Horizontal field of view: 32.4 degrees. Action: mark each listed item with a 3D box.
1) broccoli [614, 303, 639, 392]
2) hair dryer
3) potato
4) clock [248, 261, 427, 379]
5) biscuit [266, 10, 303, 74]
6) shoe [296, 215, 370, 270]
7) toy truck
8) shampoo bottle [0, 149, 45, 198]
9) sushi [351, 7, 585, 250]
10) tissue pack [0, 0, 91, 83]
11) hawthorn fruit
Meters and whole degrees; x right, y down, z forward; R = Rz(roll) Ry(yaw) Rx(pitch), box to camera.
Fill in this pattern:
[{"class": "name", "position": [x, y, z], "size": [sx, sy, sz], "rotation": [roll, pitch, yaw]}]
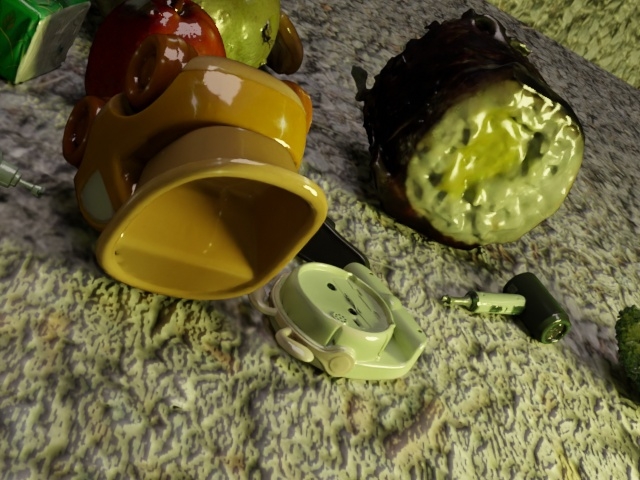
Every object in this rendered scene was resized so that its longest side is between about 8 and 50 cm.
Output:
[{"class": "broccoli", "position": [0.519, 0.172, 1.520], "size": [0.198, 0.176, 0.226], "rotation": [18, 47, -54]}, {"class": "hair dryer", "position": [0.244, 0.091, 1.505], "size": [0.198, 0.057, 0.100], "rotation": [4, 35, -32]}, {"class": "potato", "position": [-0.208, -0.372, 1.613], "size": [0.270, 0.219, 0.359], "rotation": [10, 32, -44]}, {"class": "clock", "position": [0.014, 0.085, 1.213], "size": [0.191, 0.062, 0.151], "rotation": [5, 36, -45]}, {"class": "biscuit", "position": [-0.096, -0.344, 1.797], "size": [0.299, 0.045, 0.154], "rotation": [46, -14, 51]}, {"class": "shoe", "position": [0.000, 0.000, 1.365], "size": [0.159, 0.062, 0.053], "rotation": [40, 13, 18]}, {"class": "toy truck", "position": [-0.127, -0.072, 1.118], "size": [0.204, 0.288, 0.211], "rotation": [18, 53, -35]}, {"class": "shampoo bottle", "position": [-0.366, -0.091, 1.101], "size": [0.195, 0.056, 0.056], "rotation": [28, 25, -13]}, {"class": "sushi", "position": [0.216, -0.162, 1.652], "size": [0.281, 0.299, 0.294], "rotation": [51, 16, -32]}, {"class": "tissue pack", "position": [-0.406, -0.323, 1.370], "size": [0.209, 0.156, 0.148], "rotation": [32, 22, 2]}, {"class": "hawthorn fruit", "position": [-0.197, -0.226, 1.370], "size": [0.185, 0.202, 0.185], "rotation": [12, 41, -11]}]
